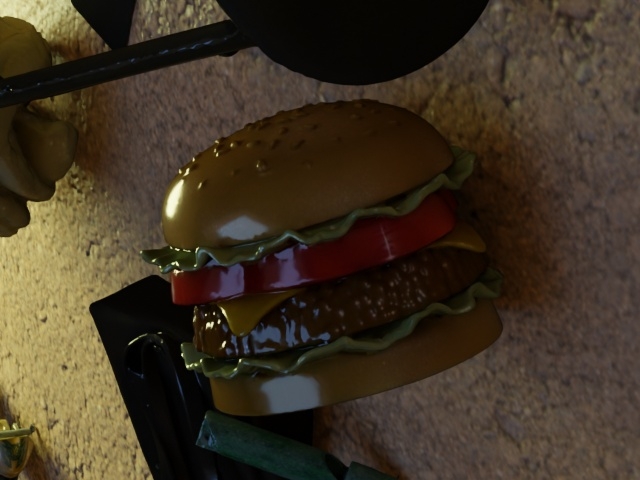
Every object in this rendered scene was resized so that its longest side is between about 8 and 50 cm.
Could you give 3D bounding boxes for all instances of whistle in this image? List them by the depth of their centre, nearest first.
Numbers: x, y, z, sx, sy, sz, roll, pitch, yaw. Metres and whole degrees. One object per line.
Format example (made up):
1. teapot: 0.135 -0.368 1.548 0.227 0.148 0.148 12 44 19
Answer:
1. whistle: -0.022 0.202 1.572 0.186 0.039 0.039 19 130 4

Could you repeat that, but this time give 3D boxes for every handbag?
1. handbag: -0.113 0.186 1.729 0.285 0.113 0.257 23 130 47

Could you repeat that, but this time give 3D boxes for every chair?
1. chair: -0.094 -0.280 1.293 0.410 0.362 0.365 9 112 47

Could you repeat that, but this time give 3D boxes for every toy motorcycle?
1. toy motorcycle: -0.426 0.245 2.210 0.229 0.094 0.130 63 142 34

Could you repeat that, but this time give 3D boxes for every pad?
1. pad: -0.218 -0.276 1.749 0.112 0.003 0.157 48 139 30

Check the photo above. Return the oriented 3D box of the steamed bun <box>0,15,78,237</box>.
1. steamed bun: -0.415 -0.138 1.885 0.372 0.230 0.325 -40 71 51

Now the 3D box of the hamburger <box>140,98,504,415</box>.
1. hamburger: 0.000 0.000 1.346 0.274 0.274 0.212 -4 105 55
